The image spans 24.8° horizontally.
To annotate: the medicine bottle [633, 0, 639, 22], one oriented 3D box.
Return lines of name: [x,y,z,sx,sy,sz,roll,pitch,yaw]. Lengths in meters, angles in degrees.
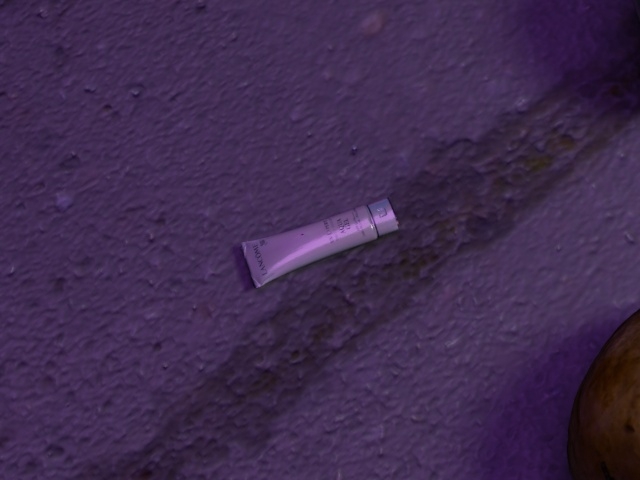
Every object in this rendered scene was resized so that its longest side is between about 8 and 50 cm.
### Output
medicine bottle: [0.355,-0.196,1.022,0.258,0.143,0.143,-19,65,9]

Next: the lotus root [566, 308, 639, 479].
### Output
lotus root: [0.233,0.103,0.923,0.138,0.138,0.214,15,57,12]

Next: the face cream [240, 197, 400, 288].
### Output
face cream: [0.000,0.000,1.047,0.115,0.020,0.038,-20,66,0]
